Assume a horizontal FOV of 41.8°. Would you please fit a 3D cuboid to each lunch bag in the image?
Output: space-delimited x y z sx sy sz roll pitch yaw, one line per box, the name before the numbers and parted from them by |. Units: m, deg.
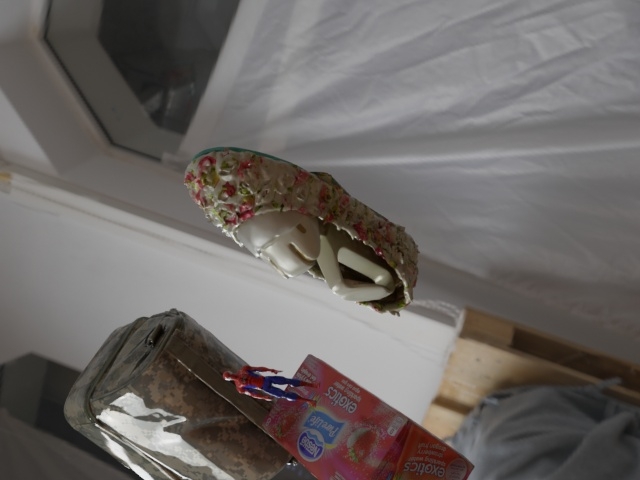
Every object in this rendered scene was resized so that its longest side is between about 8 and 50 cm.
lunch bag | -0.195 0.256 1.293 0.256 0.305 0.212 -22 30 49

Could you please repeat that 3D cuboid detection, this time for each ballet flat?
ballet flat | 0.000 0.000 0.657 0.091 0.241 0.077 -33 50 34

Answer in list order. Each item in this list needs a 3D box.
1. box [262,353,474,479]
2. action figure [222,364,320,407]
box | 0.050 0.256 1.051 0.122 0.128 0.257 -55 29 -7
action figure | -0.059 0.170 0.990 0.030 0.115 0.038 98 -177 -83
